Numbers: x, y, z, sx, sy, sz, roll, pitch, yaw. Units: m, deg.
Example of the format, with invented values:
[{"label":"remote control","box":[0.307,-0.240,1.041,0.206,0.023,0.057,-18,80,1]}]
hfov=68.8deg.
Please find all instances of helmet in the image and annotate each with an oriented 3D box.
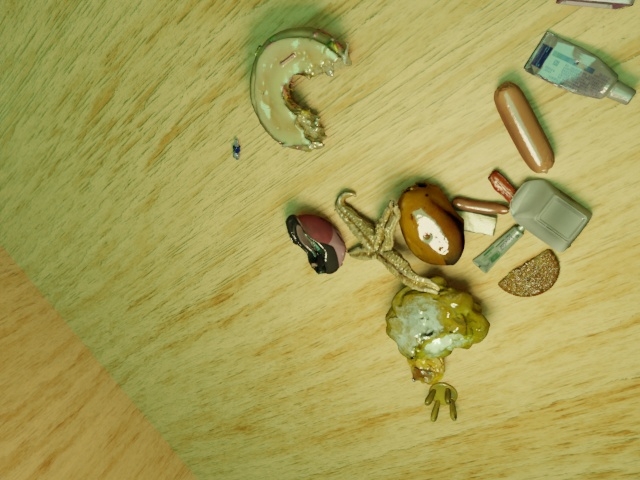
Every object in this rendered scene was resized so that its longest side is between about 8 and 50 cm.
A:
[{"label":"helmet","box":[0.000,0.000,1.686,0.253,0.154,0.198,67,159,-4]}]

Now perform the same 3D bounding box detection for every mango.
[{"label":"mango","box":[0.354,-0.050,1.515,0.201,0.152,0.287,-30,94,19]}]

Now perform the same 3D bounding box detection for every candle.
[{"label":"candle","box":[0.642,-0.090,1.454,0.329,0.048,0.051,45,105,-2]}]

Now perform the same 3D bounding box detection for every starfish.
[{"label":"starfish","box":[0.210,-0.011,1.554,0.432,0.083,0.323,24,133,53]}]

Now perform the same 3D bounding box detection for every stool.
[{"label":"stool","box":[0.473,0.630,1.818,0.134,0.110,0.135,30,120,7]}]

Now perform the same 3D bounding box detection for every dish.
[{"label":"dish","box":[0.686,-0.081,1.395,0.234,0.064,0.154,35,98,1]}]

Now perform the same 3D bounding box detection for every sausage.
[{"label":"sausage","box":[0.510,-0.109,1.494,0.177,0.040,0.047,11,157,17]},{"label":"sausage","box":[0.586,-0.320,1.343,0.086,0.086,0.289,-25,103,29]}]

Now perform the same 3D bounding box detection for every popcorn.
[{"label":"popcorn","box":[0.396,0.464,1.761,0.167,0.152,0.148,55,140,2]}]

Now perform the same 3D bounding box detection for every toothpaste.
[{"label":"toothpaste","box":[0.703,-0.448,1.260,0.283,0.068,0.099,34,91,14]},{"label":"toothpaste","box":[0.591,0.021,1.530,0.064,0.041,0.218,44,125,11]}]

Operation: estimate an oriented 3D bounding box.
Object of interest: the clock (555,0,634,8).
[{"label":"clock","box":[0.661,-0.599,1.119,0.150,0.197,0.063,14,116,15]}]

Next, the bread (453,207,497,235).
[{"label":"bread","box":[0.497,-0.062,1.533,0.154,0.028,0.068,12,118,17]}]

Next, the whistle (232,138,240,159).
[{"label":"whistle","box":[-0.311,-0.335,1.722,0.033,0.029,0.083,29,129,25]}]

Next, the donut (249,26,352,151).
[{"label":"donut","box":[-0.074,-0.486,1.487,0.308,0.150,0.370,25,120,10]}]

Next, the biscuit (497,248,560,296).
[{"label":"biscuit","box":[0.702,0.125,1.541,0.126,0.025,0.206,44,122,-3]}]

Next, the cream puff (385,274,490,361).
[{"label":"cream puff","box":[0.400,0.265,1.628,0.323,0.270,0.274,-33,65,29]}]
